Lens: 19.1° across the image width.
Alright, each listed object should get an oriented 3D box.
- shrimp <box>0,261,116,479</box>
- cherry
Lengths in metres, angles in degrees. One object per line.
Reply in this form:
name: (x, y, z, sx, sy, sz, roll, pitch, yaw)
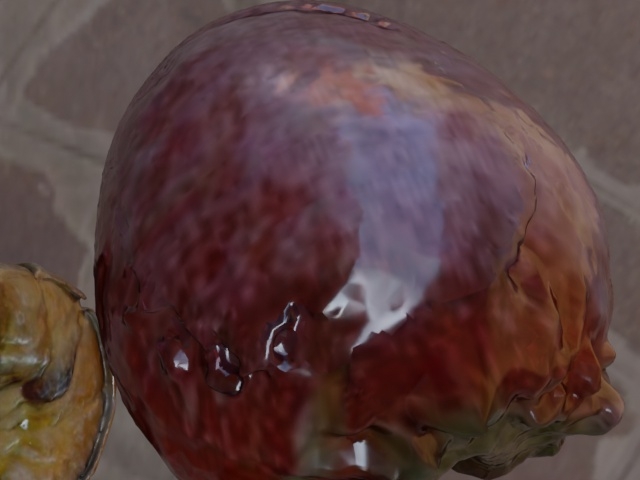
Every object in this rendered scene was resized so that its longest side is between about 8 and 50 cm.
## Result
shrimp: (-0.212, 0.088, 0.945, 0.075, 0.289, 0.178, 0, 81, 31)
cherry: (0.000, 0.000, 0.728, 0.192, 0.175, 0.250, -36, 48, 3)
